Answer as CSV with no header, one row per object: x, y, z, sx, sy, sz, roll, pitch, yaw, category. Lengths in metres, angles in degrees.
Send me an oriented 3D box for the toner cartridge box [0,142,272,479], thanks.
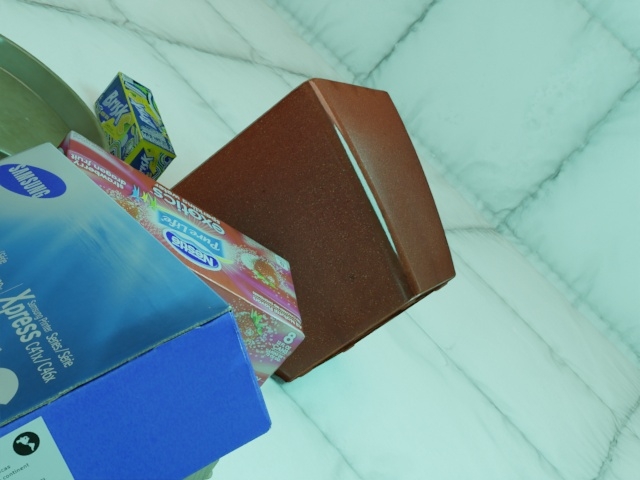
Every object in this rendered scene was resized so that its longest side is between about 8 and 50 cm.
-0.179,0.042,0.577,0.348,0.165,0.075,32,-38,56,toner cartridge box

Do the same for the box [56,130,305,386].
-0.152,0.035,0.895,0.257,0.123,0.128,33,21,-26,box

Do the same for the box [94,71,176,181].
-0.232,-0.139,1.233,0.054,0.059,0.169,29,22,-37,box

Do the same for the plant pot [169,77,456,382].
0.000,0.000,1.106,0.236,0.267,0.267,56,20,8,plant pot

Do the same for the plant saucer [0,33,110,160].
-0.350,-0.152,1.055,0.278,0.041,0.278,36,18,-14,plant saucer

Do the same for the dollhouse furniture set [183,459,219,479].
-0.107,0.153,0.637,0.123,0.151,0.144,26,16,-43,dollhouse furniture set
